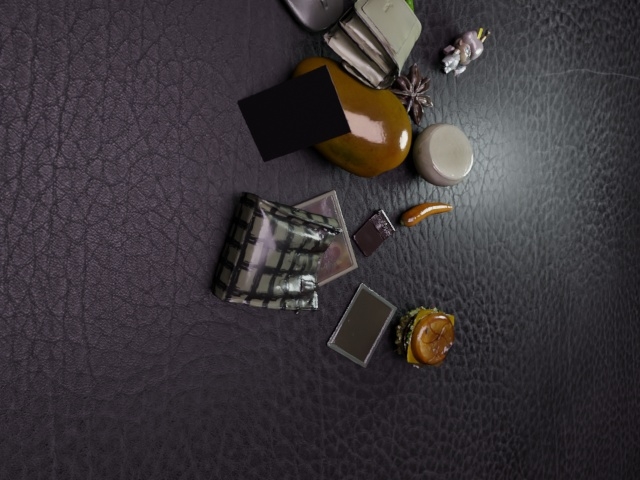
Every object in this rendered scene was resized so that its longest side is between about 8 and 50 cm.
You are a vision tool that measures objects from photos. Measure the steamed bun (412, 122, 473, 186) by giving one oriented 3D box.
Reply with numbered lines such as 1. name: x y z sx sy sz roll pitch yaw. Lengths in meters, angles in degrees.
1. steamed bun: 0.431 -0.304 1.798 0.232 0.145 0.231 4 81 -24

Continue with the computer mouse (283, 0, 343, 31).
1. computer mouse: -0.052 -0.806 1.502 0.197 0.095 0.330 -43 114 -15

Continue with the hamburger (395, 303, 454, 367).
1. hamburger: 0.391 0.355 1.846 0.262 0.139 0.243 20 87 -29

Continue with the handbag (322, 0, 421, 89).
1. handbag: 0.176 -0.633 1.520 0.237 0.160 0.358 41 44 -14

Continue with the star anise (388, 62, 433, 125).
1. star anise: 0.325 -0.523 1.756 0.197 0.073 0.212 -45 117 -15

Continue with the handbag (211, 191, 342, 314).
1. handbag: -0.127 0.051 1.503 0.327 0.163 0.325 16 94 -33

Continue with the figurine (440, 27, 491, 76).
1. figurine: 0.526 -0.700 1.836 0.229 0.112 0.137 -42 141 -13

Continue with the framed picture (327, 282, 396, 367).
1. framed picture: 0.151 0.306 1.776 0.197 0.014 0.252 36 78 -28

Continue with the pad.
1. pad: -0.079 -0.364 1.451 0.202 0.300 0.005 67 25 -18

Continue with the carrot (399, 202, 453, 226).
1. carrot: 0.400 -0.111 1.854 0.271 0.062 0.066 -23 73 -30

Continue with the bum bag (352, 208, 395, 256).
1. bum bag: 0.191 -0.026 1.758 0.159 0.026 0.109 -46 115 -18

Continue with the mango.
1. mango: 0.091 -0.387 1.552 0.446 0.232 0.300 38 79 -21

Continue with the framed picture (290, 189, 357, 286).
1. framed picture: 0.000 0.000 1.656 0.211 0.020 0.289 -24 106 -26

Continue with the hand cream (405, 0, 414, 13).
1. hand cream: 0.315 -0.826 1.748 0.036 0.023 0.121 -14 98 -24
